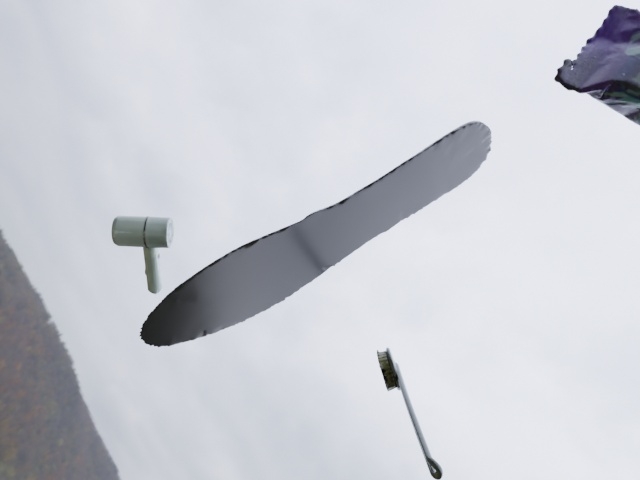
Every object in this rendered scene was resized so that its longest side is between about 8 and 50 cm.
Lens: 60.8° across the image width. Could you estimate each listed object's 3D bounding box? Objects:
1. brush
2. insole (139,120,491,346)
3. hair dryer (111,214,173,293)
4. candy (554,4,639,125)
[{"bbox_3d":[0.104,0.205,0.672,0.266,0.027,0.062,-103,174,-78],"label":"brush"},{"bbox_3d":[0.000,0.000,0.438,0.007,0.322,0.109,58,-1,30],"label":"insole"},{"bbox_3d":[-0.266,0.026,0.834,0.047,0.081,0.137,-92,-175,-60],"label":"hair dryer"},{"bbox_3d":[0.430,-0.173,0.663,0.275,0.145,0.070,35,-10,3],"label":"candy"}]
